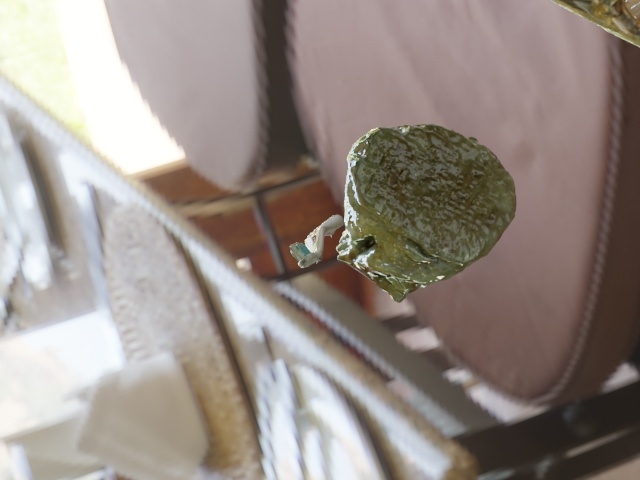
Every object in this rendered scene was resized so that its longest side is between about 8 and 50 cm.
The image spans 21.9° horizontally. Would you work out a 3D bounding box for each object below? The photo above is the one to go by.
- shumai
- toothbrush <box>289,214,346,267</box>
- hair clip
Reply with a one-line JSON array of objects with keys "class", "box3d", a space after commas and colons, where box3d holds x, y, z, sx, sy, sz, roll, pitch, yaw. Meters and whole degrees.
[{"class": "shumai", "box3d": [0.106, -0.021, 1.713, 0.184, 0.184, 0.142, 66, 159, 17]}, {"class": "toothbrush", "box3d": [0.000, 0.000, 1.223, 0.022, 0.017, 0.204, 51, -169, 0]}, {"class": "hair clip", "box3d": [0.271, -0.148, 1.256, 0.214, 0.056, 0.062, 35, -159, -6]}]
